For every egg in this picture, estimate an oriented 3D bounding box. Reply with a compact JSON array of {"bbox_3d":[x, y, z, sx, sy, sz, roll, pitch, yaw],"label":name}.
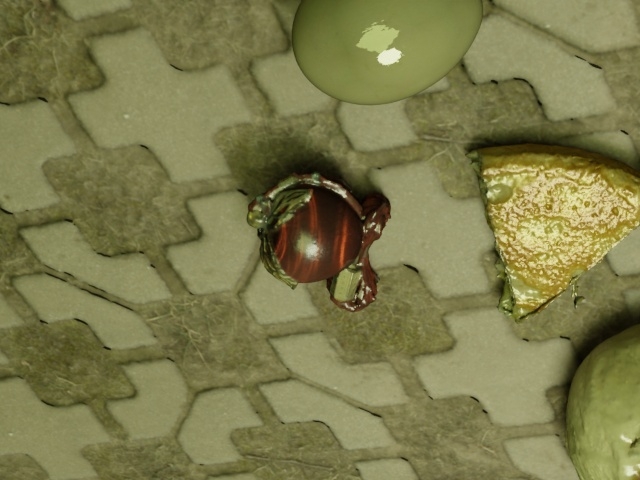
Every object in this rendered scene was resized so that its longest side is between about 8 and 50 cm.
[{"bbox_3d":[0.082,-0.269,1.015,0.242,0.186,0.185,-21,112,4],"label":"egg"}]

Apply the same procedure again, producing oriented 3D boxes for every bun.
[{"bbox_3d":[0.522,0.307,1.181,0.364,0.202,0.364,10,107,33],"label":"bun"}]

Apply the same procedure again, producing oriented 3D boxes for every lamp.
[{"bbox_3d":[-0.002,0.006,1.175,0.223,0.151,0.215,14,120,-4],"label":"lamp"}]

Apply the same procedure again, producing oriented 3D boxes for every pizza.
[{"bbox_3d":[0.317,-0.007,1.185,0.280,0.075,0.287,18,118,1],"label":"pizza"}]
